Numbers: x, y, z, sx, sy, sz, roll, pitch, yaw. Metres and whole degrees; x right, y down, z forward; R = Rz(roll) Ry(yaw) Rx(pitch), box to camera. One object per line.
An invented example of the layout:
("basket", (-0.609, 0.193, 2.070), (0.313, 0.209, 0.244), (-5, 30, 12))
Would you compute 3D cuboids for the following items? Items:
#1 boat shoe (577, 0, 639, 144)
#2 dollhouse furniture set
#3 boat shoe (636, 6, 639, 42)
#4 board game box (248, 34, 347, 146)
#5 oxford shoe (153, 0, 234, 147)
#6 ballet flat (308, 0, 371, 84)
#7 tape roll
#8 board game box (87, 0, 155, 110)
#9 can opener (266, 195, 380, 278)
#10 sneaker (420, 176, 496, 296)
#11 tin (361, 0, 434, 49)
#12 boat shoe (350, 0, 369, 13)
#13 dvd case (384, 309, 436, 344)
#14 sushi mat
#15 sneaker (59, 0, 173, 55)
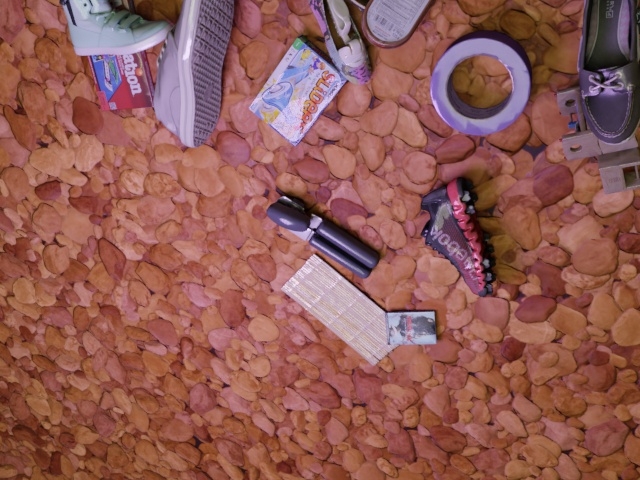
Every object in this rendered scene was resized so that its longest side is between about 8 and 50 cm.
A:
("boat shoe", (0.490, -0.335, 1.215), (0.112, 0.095, 0.335), (0, 87, 40))
("dollhouse furniture set", (0.535, -0.194, 1.361), (0.129, 0.129, 0.184), (-10, 142, 24))
("boat shoe", (0.599, -0.367, 1.260), (0.183, 0.065, 0.083), (8, 117, 16))
("board game box", (-0.047, -0.319, 1.528), (0.136, 0.035, 0.201), (39, 122, -3))
("oxford shoe", (-0.275, -0.385, 1.470), (0.130, 0.169, 0.449), (31, 139, 10))
("ballet flat", (0.046, -0.414, 1.415), (0.077, 0.079, 0.221), (-31, 105, -15))
("tape roll", (0.314, -0.307, 1.383), (0.189, 0.080, 0.189), (9, 119, 16))
("board game box", (-0.470, -0.439, 1.619), (0.145, 0.027, 0.281), (-1, 116, 18))
("can opener", (0.000, 0.000, 1.642), (0.283, 0.095, 0.076), (33, 123, 1))
("sneaker", (0.295, 0.002, 1.539), (0.135, 0.097, 0.276), (-14, 109, 25))
("tin", (0.155, -0.454, 1.343), (0.106, 0.040, 0.190), (32, 96, -5))
("boat shoe", (0.105, -0.454, 1.394), (0.152, 0.056, 0.049), (35, 155, 5))
("dvd case", (0.217, 0.210, 1.708), (0.119, 0.013, 0.087), (-2, 107, 13))
("sushi mat", (0.061, 0.176, 1.758), (0.316, 0.019, 0.151), (40, 121, -3))
("sneaker", (-0.441, -0.480, 1.509), (0.256, 0.094, 0.151), (1, 125, 20))
